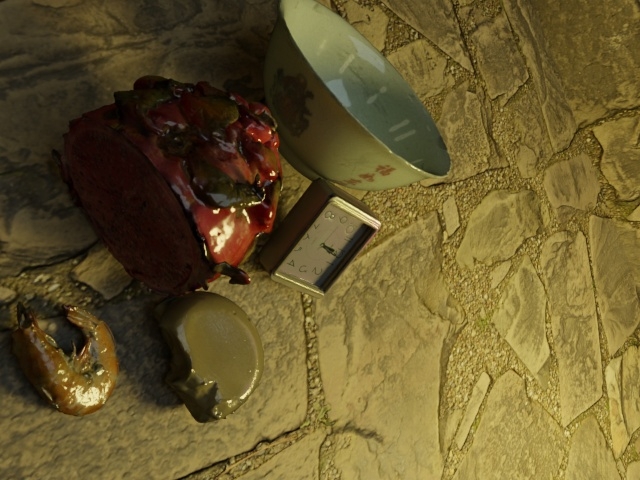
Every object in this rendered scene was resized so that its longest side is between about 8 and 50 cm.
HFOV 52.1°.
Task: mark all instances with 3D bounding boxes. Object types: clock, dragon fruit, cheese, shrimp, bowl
[{"bbox_3d":[0.000,0.000,1.187,0.147,0.071,0.192,28,107,-41],"label":"clock"},{"bbox_3d":[-0.174,-0.086,0.951,0.263,0.296,0.314,-39,94,-39],"label":"dragon fruit"},{"bbox_3d":[-0.182,0.167,1.034,0.175,0.091,0.202,-45,110,-40],"label":"cheese"},{"bbox_3d":[-0.353,0.155,0.907,0.187,0.052,0.132,61,34,-25],"label":"shrimp"},{"bbox_3d":[0.029,-0.230,1.222,0.435,0.196,0.435,35,30,-24],"label":"bowl"}]
